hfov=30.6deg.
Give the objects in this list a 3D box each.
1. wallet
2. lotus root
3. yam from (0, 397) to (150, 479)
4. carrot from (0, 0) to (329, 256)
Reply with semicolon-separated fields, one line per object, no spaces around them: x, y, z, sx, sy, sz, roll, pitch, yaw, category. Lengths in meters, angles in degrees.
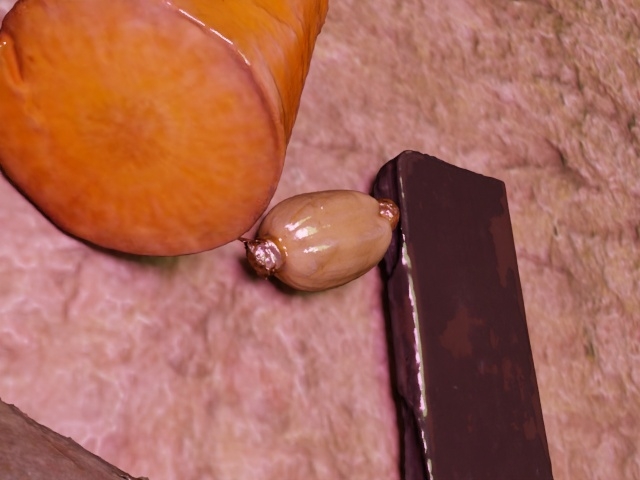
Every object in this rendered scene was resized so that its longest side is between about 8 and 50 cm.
0.115;0.084;0.932;0.165;0.042;0.310;10;67;-42;wallet
0.000;0.000;0.847;0.150;0.062;0.073;-17;77;-43;lotus root
-0.194;0.141;0.536;0.304;0.168;0.168;35;52;-27;yam
-0.090;-0.139;0.773;0.196;0.196;0.254;44;37;-20;carrot
